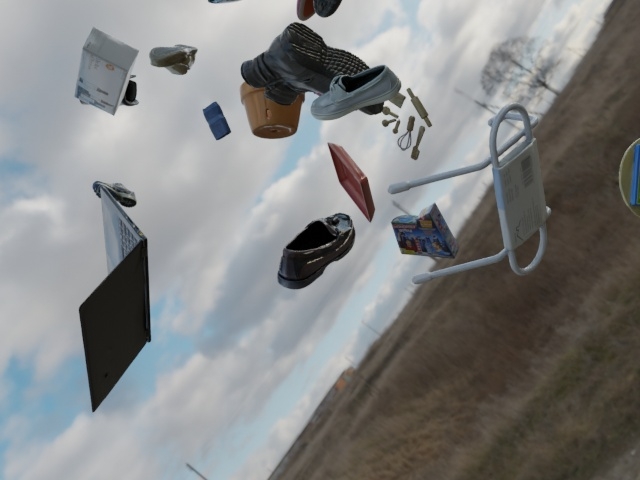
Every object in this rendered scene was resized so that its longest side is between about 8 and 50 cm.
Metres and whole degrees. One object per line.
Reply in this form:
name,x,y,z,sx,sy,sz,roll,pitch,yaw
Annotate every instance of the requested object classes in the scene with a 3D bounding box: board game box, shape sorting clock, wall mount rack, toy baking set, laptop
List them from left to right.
laptop,-0.575,0.142,1.690,0.236,0.408,0.382,-20,-43,-33
toy baking set,0.324,-0.434,2.400,0.030,0.256,0.197,-29,-7,-39
board game box,0.338,-0.036,2.127,0.060,0.194,0.194,-57,-41,-38
wall mount rack,0.291,-0.069,1.185,0.304,0.130,0.350,-36,-56,-25
shape sorting clock,0.792,-0.147,1.540,0.206,0.206,0.040,-53,10,-8

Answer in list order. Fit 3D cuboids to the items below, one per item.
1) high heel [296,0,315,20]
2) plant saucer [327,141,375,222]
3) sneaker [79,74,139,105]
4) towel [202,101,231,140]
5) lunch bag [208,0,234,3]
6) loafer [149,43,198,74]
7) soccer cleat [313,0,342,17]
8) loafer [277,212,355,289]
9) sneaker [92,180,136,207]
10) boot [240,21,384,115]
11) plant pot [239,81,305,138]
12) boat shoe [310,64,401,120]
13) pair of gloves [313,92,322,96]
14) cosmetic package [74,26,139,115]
high heel,-0.038,-1.050,2.502,0.127,0.181,0.377,-9,-40,-41
plant saucer,0.128,-0.231,2.501,0.048,0.258,0.259,-29,-35,-7
sneaker,-0.610,-0.472,1.951,0.282,0.153,0.099,-92,2,-60
towel,-0.346,-0.400,2.180,0.067,0.119,0.029,-26,-4,23
lunch bag,-0.314,-0.865,2.246,0.129,0.096,0.151,-19,8,-23
loafer,-0.487,-0.603,2.188,0.268,0.102,0.092,-50,-31,-64
soccer cleat,0.070,-0.807,1.920,0.116,0.108,0.318,3,-75,-61
loafer,0.000,0.000,1.487,0.302,0.109,0.095,-46,-38,-50
sneaker,-0.602,-0.144,1.902,0.052,0.135,0.058,-39,41,30
boot,-0.017,-0.403,1.663,0.223,0.338,0.118,-24,41,49
plant pot,-0.205,-0.568,2.832,0.291,0.291,0.203,57,-150,-80
boat shoe,0.064,-0.335,1.438,0.081,0.227,0.079,47,-137,-40
pair of gloves,0.076,-0.553,2.368,0.159,0.198,0.023,-49,-10,-5
cosmetic package,-0.459,-0.351,1.381,0.239,0.099,0.060,-28,42,63
